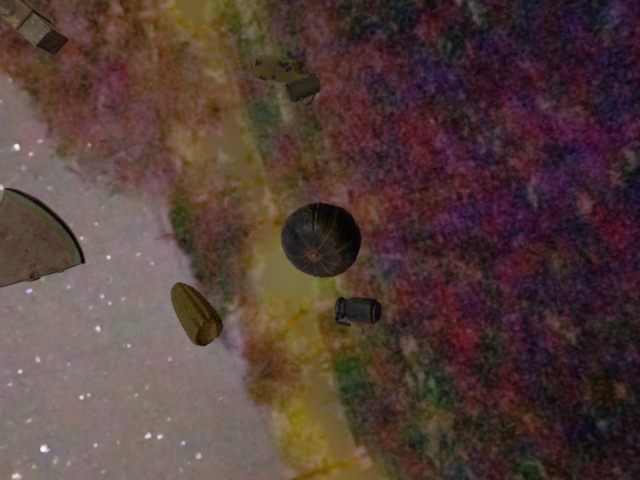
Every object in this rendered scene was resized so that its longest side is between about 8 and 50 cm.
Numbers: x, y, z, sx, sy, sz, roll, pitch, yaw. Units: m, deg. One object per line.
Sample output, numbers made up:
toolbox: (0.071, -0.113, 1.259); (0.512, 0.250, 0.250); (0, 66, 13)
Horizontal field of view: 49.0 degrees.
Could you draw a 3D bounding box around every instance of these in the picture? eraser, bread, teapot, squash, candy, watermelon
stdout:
eraser: (-0.838, -0.638, 1.863); (0.343, 0.078, 0.144); (42, -177, -2)
bread: (-0.115, -0.545, 2.265); (0.049, 0.226, 0.088); (3, -80, -60)
teapot: (0.070, 0.139, 1.327); (0.049, 0.083, 0.064); (51, -133, -56)
squash: (0.000, 0.000, 2.179); (0.165, 0.252, 0.252); (-70, -27, -46)
candy: (-0.352, 0.190, 1.921); (0.199, 0.094, 0.106); (47, 123, 32)
watermelon: (-0.837, -0.003, 1.964); (0.283, 0.292, 0.251); (-25, 80, 61)

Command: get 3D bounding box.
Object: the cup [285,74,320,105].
cup: (-0.041, -0.402, 1.875); (0.075, 0.083, 0.055); (50, 156, 40)
